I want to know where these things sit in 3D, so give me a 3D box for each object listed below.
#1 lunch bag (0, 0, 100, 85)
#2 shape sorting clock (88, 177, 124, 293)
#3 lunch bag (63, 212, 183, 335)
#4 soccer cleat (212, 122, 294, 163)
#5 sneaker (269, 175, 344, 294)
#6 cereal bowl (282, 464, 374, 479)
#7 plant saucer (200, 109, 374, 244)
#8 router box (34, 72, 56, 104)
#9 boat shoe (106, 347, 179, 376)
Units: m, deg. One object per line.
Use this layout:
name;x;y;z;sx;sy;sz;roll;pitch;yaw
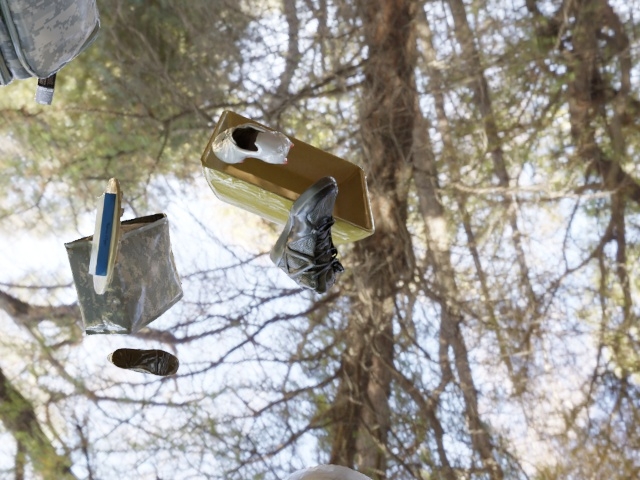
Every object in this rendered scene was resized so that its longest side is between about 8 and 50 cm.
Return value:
lunch bag;-0.413;-0.347;0.818;0.255;0.305;0.213;-25;-106;-21
shape sorting clock;-0.377;-0.008;1.164;0.040;0.206;0.206;8;-158;-23
lunch bag;-0.459;0.074;1.619;0.168;0.236;0.287;-4;-167;25
soccer cleat;-0.124;-0.160;1.050;0.196;0.076;0.068;13;-97;48
sneaker;0.000;0.000;1.090;0.087;0.228;0.130;-27;-115;-42
cereal bowl;-0.048;0.447;0.878;0.339;0.141;0.339;-47;-165;17
plant saucer;-0.068;-0.115;1.289;0.332;0.081;0.333;21;-155;-10
router box;-0.617;-0.381;1.485;0.092;0.038;0.123;153;-59;-61
boat shoe;-0.364;0.246;1.353;0.049;0.152;0.056;-2;-109;50
